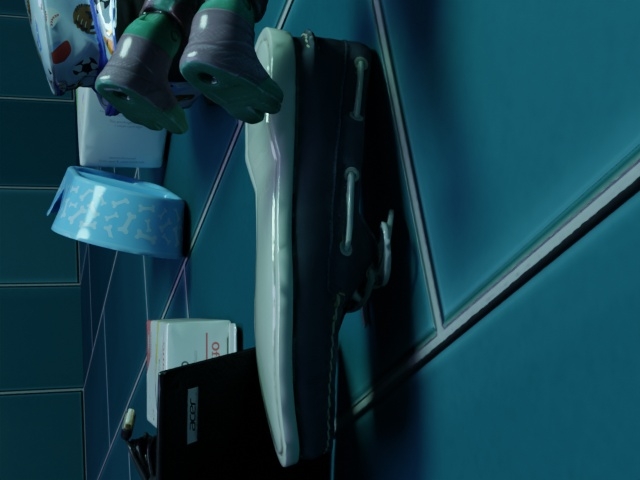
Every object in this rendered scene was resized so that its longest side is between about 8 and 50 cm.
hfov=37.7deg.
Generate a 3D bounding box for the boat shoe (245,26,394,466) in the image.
[{"bbox_3d":[0.000,0.000,0.546,0.095,0.079,0.255,132,137,-67],"label":"boat shoe"}]

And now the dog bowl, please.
[{"bbox_3d":[-0.263,-0.042,1.225,0.297,0.165,0.074,-152,76,-70],"label":"dog bowl"}]

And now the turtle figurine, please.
[{"bbox_3d":[-0.039,-0.176,0.503,0.175,0.118,0.234,-14,54,60],"label":"turtle figurine"}]

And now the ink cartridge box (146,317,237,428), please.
[{"bbox_3d":[-0.136,0.139,0.969,0.198,0.067,0.115,166,103,-71],"label":"ink cartridge box"}]

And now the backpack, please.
[{"bbox_3d":[-0.196,-0.244,0.963,0.263,0.213,0.277,141,125,-80],"label":"backpack"}]

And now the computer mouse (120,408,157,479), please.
[{"bbox_3d":[-0.159,0.256,1.014,0.184,0.060,0.262,62,162,14],"label":"computer mouse"}]

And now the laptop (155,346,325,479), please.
[{"bbox_3d":[-0.069,0.170,0.660,0.264,0.136,0.234,-159,71,-70],"label":"laptop"}]

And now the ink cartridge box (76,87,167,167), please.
[{"bbox_3d":[-0.258,-0.294,1.254,0.207,0.119,0.353,-107,25,-43],"label":"ink cartridge box"}]
